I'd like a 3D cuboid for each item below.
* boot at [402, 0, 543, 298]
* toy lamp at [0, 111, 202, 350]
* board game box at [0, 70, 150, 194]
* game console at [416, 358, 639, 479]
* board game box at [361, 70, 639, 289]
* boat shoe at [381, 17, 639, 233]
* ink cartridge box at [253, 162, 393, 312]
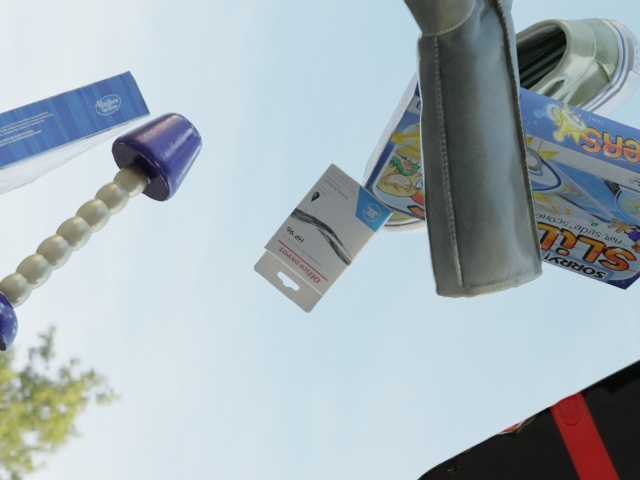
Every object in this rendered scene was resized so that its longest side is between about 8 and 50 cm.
[{"bbox_3d":[0.100,-0.084,0.715,0.076,0.189,0.209,-13,-84,37],"label":"boot"},{"bbox_3d":[-0.215,-0.018,1.136,0.080,0.274,0.080,34,-28,21],"label":"toy lamp"},{"bbox_3d":[-0.119,-0.025,0.425,0.090,0.090,0.020,-21,-85,47],"label":"board game box"},{"bbox_3d":[0.253,0.255,0.889,0.342,0.060,0.387,-32,-141,14],"label":"game console"},{"bbox_3d":[0.138,-0.039,0.803,0.136,0.201,0.035,117,-9,-62],"label":"board game box"},{"bbox_3d":[0.125,-0.101,1.034,0.302,0.094,0.109,-36,-125,40],"label":"boat shoe"},{"bbox_3d":[0.000,0.000,0.752,0.048,0.028,0.083,39,-85,2],"label":"ink cartridge box"}]
